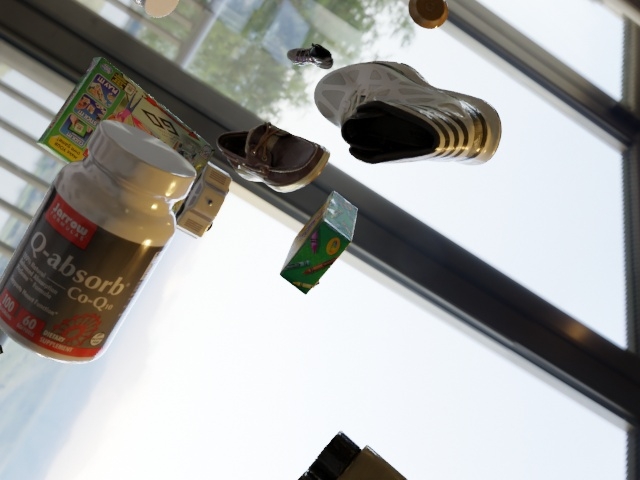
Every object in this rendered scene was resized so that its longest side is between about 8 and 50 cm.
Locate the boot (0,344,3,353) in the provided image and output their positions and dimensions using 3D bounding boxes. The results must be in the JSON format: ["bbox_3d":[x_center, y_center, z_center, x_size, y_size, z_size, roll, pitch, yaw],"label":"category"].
[{"bbox_3d":[-0.775,0.291,1.943,0.179,0.236,0.085,-18,-131,19],"label":"boot"}]

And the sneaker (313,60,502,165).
[{"bbox_3d":[0.094,-0.251,1.633,0.447,0.257,0.169,24,-69,42],"label":"sneaker"}]

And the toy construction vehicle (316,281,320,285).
[{"bbox_3d":[-0.023,0.078,2.255,0.035,0.098,0.086,-20,-173,3],"label":"toy construction vehicle"}]

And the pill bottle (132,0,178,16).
[{"bbox_3d":[-0.319,-0.478,1.565,0.087,0.160,0.087,-26,152,-15],"label":"pill bottle"}]

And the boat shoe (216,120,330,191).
[{"bbox_3d":[-0.117,-0.196,1.912,0.342,0.123,0.123,17,-110,53],"label":"boat shoe"}]

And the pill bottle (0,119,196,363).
[{"bbox_3d":[-0.365,0.001,1.408,0.363,0.210,0.210,-58,-168,14],"label":"pill bottle"}]

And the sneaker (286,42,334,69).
[{"bbox_3d":[-0.021,-0.378,1.740,0.069,0.098,0.038,81,19,-76],"label":"sneaker"}]

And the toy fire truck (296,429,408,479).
[{"bbox_3d":[-0.039,0.330,0.906,0.217,0.158,0.246,-42,166,-41],"label":"toy fire truck"}]

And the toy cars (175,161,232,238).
[{"bbox_3d":[-0.363,-0.054,2.073,0.394,0.176,0.087,-27,-158,-26],"label":"toy cars"}]

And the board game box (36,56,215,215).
[{"bbox_3d":[-0.393,-0.195,1.796,0.046,0.317,0.213,9,-115,53],"label":"board game box"}]

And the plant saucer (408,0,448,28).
[{"bbox_3d":[0.215,-0.461,1.718,0.083,0.083,0.015,-61,-174,-12],"label":"plant saucer"}]

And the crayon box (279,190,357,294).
[{"bbox_3d":[0.000,0.000,2.020,0.165,0.081,0.278,-50,-173,17],"label":"crayon box"}]
